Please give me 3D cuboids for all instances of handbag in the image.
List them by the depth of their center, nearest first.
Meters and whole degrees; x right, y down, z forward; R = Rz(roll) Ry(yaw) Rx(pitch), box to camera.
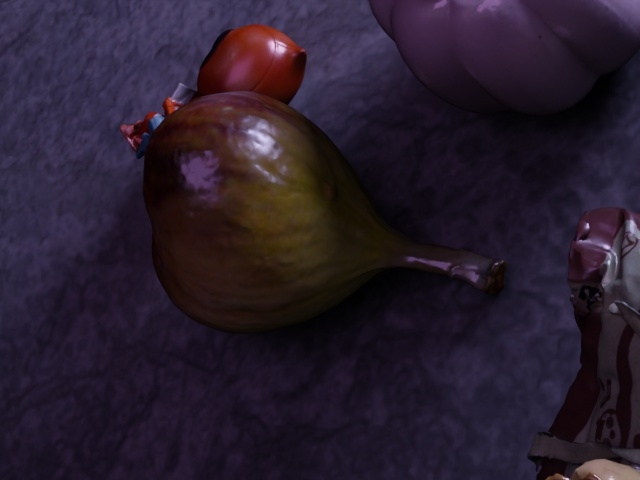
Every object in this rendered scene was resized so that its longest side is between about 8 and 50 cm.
[{"bbox_3d":[0.224,0.097,0.903,0.235,0.127,0.213,14,98,44],"label":"handbag"}]

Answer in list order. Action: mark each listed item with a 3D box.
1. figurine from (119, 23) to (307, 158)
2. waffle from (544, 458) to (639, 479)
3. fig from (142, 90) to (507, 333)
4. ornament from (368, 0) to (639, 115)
[{"bbox_3d":[-0.067,-0.094,1.193,0.140,0.068,0.075,-41,53,15],"label":"figurine"},{"bbox_3d":[0.224,0.287,0.785,0.376,0.114,0.261,26,110,34],"label":"waffle"},{"bbox_3d":[-0.015,0.006,1.087,0.231,0.160,0.143,38,57,20],"label":"fig"},{"bbox_3d":[0.113,-0.166,1.049,0.177,0.177,0.177,-12,66,29],"label":"ornament"}]
